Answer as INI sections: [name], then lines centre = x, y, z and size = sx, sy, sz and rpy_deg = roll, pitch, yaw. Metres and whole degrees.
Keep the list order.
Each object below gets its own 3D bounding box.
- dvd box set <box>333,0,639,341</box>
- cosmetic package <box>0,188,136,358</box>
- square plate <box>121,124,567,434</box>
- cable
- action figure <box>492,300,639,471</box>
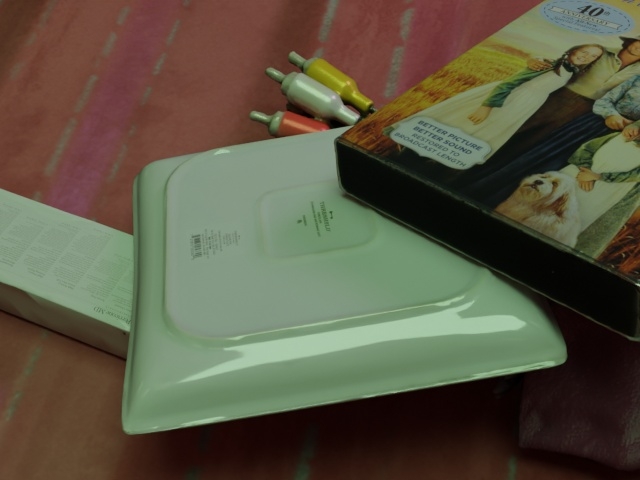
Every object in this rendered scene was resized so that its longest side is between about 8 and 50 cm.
[dvd box set]
centre = 0.265, -0.112, 0.949
size = 0.420, 0.062, 0.307
rpy_deg = -35, 46, -28
[cosmetic package]
centre = -0.253, 0.027, 1.045
size = 0.239, 0.060, 0.099
rpy_deg = 19, 52, 16
[square plate]
centre = 0.000, 0.000, 0.952
size = 0.344, 0.049, 0.347
rpy_deg = -9, 39, 0
[cable]
centre = 0.064, -0.100, 1.134
size = 0.287, 0.072, 0.139
rpy_deg = 20, 60, 16
[action figure]
centre = 0.343, 0.142, 0.897
size = 0.370, 0.248, 0.275
rpy_deg = 25, 29, 21
